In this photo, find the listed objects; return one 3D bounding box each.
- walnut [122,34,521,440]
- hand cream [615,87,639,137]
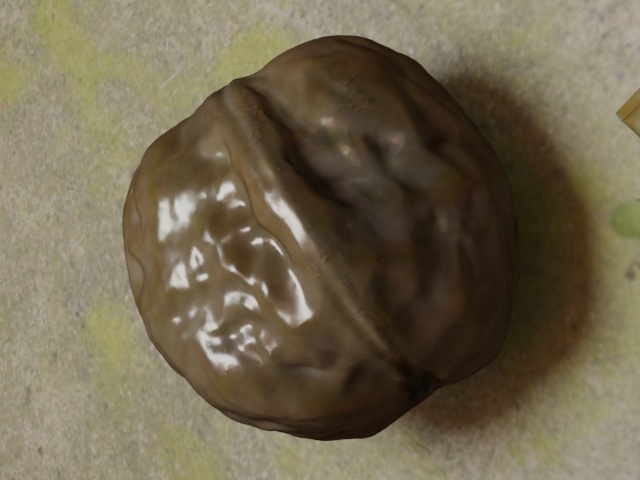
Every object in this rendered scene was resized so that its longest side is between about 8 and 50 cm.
[{"bbox_3d":[0.002,-0.002,0.763,0.273,0.227,0.273,-1,88,38],"label":"walnut"},{"bbox_3d":[0.248,-0.046,0.675,0.076,0.047,0.174,-49,49,29],"label":"hand cream"}]
